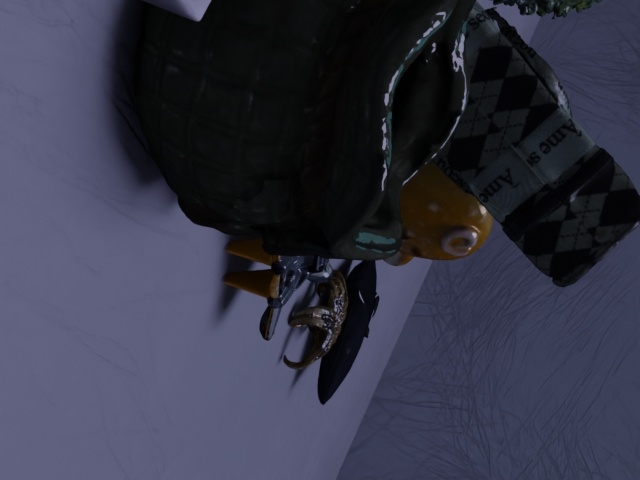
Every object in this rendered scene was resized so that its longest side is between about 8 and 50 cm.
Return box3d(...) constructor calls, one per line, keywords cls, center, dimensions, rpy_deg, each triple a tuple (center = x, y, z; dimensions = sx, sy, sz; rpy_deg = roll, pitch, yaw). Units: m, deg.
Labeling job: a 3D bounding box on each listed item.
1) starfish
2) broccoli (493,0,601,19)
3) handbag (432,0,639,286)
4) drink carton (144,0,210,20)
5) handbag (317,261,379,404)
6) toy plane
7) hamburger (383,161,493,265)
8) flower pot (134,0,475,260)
box3d(cls="starfish", center=(0.004, 0.131, 1.396), dimensions=(0.190, 0.074, 0.146), rpy_deg=(-56, 156, -47))
box3d(cls="broccoli", center=(0.235, -0.434, 0.989), dimensions=(0.302, 0.249, 0.375), rpy_deg=(52, 34, -51))
box3d(cls="handbag", center=(0.208, -0.155, 1.014), dimensions=(0.180, 0.416, 0.316), rpy_deg=(-41, 175, 16))
box3d(cls="drink carton", center=(-0.074, -0.251, 0.431), dimensions=(0.134, 0.101, 0.222), rpy_deg=(69, 44, -73))
box3d(cls="handbag", center=(0.054, 0.160, 1.569), dimensions=(0.211, 0.088, 0.254), rpy_deg=(-63, 170, -66))
box3d(cls="toy plane", center=(-0.004, -0.034, 1.026), dimensions=(0.316, 0.103, 0.204), rpy_deg=(-53, 159, -46))
box3d(cls="hamburger", center=(0.153, -0.080, 1.286), dimensions=(0.186, 0.261, 0.302), rpy_deg=(-57, -169, -23))
box3d(cls="flower pot", center=(-0.002, -0.124, 0.661), dimensions=(0.302, 0.213, 0.302), rpy_deg=(22, 90, -76))
